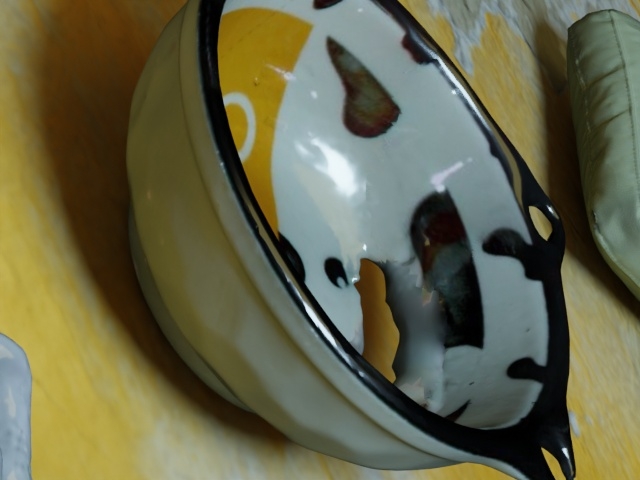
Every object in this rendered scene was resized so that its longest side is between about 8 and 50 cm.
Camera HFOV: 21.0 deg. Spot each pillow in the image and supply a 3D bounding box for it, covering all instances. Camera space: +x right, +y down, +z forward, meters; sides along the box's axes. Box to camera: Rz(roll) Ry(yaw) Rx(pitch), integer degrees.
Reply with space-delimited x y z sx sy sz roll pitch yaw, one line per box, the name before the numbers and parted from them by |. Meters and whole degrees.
pillow | 0.304 -0.010 1.329 0.322 0.120 0.255 41 35 -32

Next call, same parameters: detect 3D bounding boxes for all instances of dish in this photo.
dish | 0.000 0.000 0.843 0.303 0.120 0.303 38 36 -35

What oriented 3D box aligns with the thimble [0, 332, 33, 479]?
thimble | -0.190 0.069 0.449 0.217 0.157 0.245 1 64 -56
